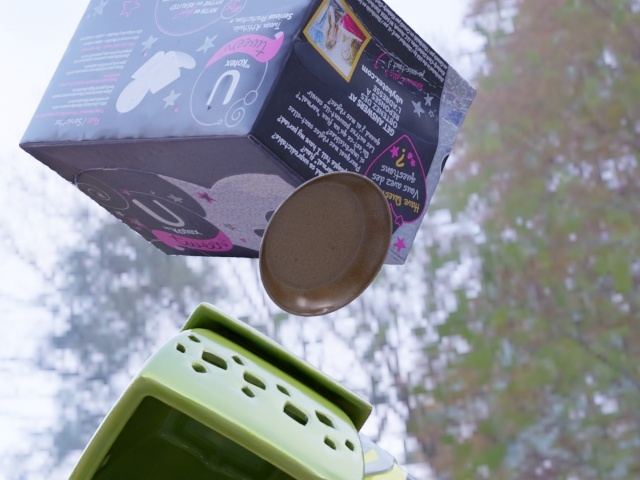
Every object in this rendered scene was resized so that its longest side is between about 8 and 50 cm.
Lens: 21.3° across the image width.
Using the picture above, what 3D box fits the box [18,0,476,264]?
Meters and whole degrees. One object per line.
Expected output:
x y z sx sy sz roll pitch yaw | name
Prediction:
-0.052 -0.079 1.136 0.247 0.142 0.163 3 -28 47 | box

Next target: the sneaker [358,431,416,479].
-0.034 0.371 1.845 0.147 0.384 0.145 23 -23 30 | sneaker

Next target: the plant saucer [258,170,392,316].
0.000 0.000 0.907 0.083 0.015 0.083 -15 -60 -28 | plant saucer

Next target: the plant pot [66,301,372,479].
-0.090 0.205 1.577 0.228 0.207 0.227 32 -62 -3 | plant pot
